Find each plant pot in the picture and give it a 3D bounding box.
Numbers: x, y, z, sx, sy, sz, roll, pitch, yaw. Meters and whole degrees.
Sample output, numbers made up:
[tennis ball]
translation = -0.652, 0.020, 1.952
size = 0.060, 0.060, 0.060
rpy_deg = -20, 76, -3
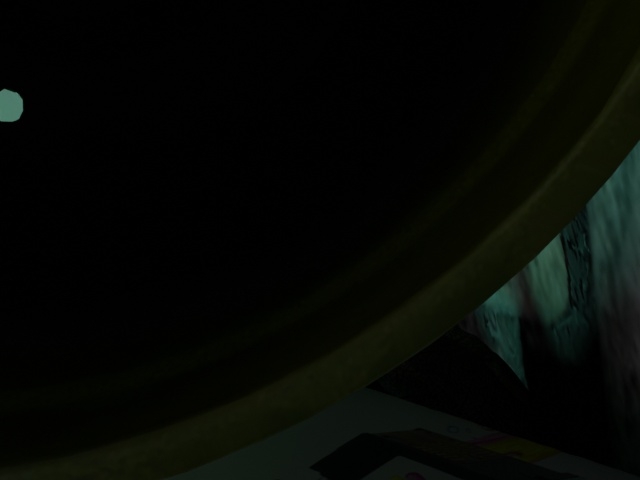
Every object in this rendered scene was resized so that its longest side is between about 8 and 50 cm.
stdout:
[plant pot]
translation = -0.088, -0.132, 0.530
size = 0.353, 0.366, 0.366
rpy_deg = -138, 36, -89

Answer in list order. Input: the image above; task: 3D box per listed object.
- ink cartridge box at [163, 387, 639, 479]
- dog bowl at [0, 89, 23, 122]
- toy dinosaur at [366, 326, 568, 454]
[ink cartridge box]
translation = 0.021, 0.161, 0.544
size = 0.278, 0.117, 0.201
rpy_deg = 14, 119, 49
[dog bowl]
translation = -0.087, 0.018, 1.024
size = 0.265, 0.104, 0.265
rpy_deg = 48, 150, 39
[toy dinosaur]
translation = 0.043, 0.086, 0.687
size = 0.160, 0.121, 0.313
rpy_deg = 53, 147, 26
